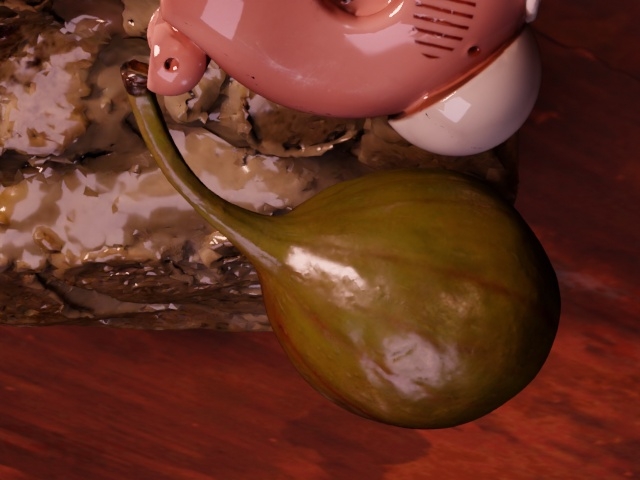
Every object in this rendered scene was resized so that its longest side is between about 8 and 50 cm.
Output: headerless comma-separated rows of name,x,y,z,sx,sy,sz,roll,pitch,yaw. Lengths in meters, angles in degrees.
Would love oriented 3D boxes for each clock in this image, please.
clock,0.019,-0.117,0.762,0.162,0.093,0.166,7,106,-5

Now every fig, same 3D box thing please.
fig,0.000,0.000,0.865,0.236,0.124,0.124,31,142,-28

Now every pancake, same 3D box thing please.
pancake,-0.090,-0.047,0.967,0.386,0.082,0.387,1,148,1
